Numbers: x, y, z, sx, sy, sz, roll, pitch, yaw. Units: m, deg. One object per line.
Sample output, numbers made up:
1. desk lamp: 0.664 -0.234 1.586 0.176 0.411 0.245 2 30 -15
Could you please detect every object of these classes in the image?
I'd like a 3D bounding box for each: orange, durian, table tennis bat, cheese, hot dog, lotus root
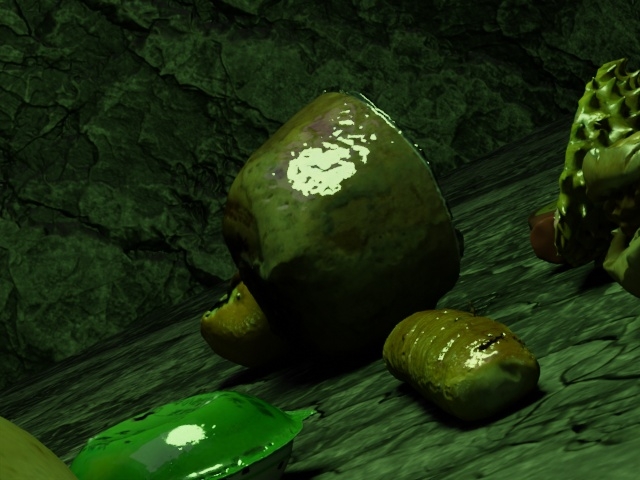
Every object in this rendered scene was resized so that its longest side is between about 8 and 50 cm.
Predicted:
1. orange: -0.053 0.084 1.740 0.160 0.112 0.170 -30 -29 -15
2. durian: 0.287 -0.083 1.443 0.154 0.186 0.260 -11 34 22
3. table tennis bat: 0.336 -0.048 1.688 0.268 0.051 0.415 -20 3 35
4. cheese: -0.141 0.180 1.081 0.320 0.083 0.204 -24 5 -34
5. hot dog: 0.099 0.091 1.196 0.088 0.061 0.286 -36 5 -10
6. lotus root: 0.000 0.000 1.578 0.192 0.272 0.272 -33 8 -23

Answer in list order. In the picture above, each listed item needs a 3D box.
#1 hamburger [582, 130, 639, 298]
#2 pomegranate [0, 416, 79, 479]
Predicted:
1. hamburger: 0.336 -0.052 1.103 0.283 0.144 0.259 -26 -2 40
2. pomegranate: -0.176 0.154 0.400 0.319 0.319 0.319 -24 4 2
